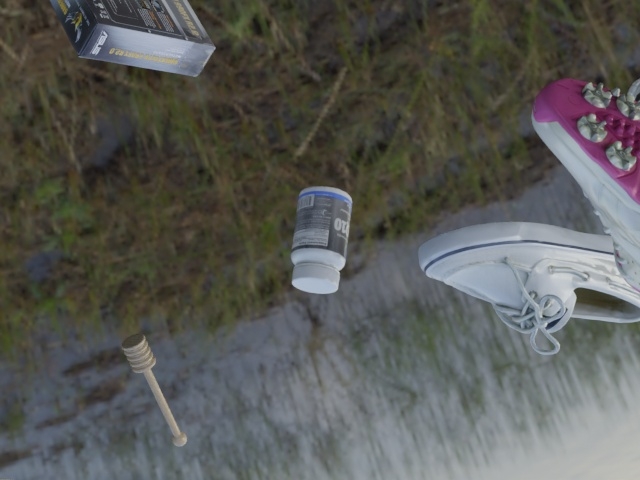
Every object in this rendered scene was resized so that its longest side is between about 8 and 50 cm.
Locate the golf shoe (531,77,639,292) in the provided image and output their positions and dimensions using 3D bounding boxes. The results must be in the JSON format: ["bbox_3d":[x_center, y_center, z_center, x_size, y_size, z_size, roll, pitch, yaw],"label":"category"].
[{"bbox_3d":[0.288,-0.013,1.008,0.140,0.306,0.115,-46,-172,47],"label":"golf shoe"}]

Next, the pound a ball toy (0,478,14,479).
[{"bbox_3d":[-0.405,0.370,1.445,0.208,0.136,0.319,-51,-178,-34],"label":"pound a ball toy"}]

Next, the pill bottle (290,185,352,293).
[{"bbox_3d":[0.000,0.000,1.618,0.078,0.137,0.078,6,160,2],"label":"pill bottle"}]

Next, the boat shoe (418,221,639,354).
[{"bbox_3d":[0.304,0.076,1.588,0.367,0.156,0.136,7,152,-30],"label":"boat shoe"}]

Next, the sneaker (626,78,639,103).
[{"bbox_3d":[0.302,-0.101,1.080,0.040,0.109,0.044,18,175,-36],"label":"sneaker"}]

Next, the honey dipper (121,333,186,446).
[{"bbox_3d":[-0.192,0.182,1.377,0.030,0.030,0.160,-19,118,4],"label":"honey dipper"}]

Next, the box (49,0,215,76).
[{"bbox_3d":[-0.262,-0.317,1.488,0.183,0.231,0.056,3,137,-45],"label":"box"}]
